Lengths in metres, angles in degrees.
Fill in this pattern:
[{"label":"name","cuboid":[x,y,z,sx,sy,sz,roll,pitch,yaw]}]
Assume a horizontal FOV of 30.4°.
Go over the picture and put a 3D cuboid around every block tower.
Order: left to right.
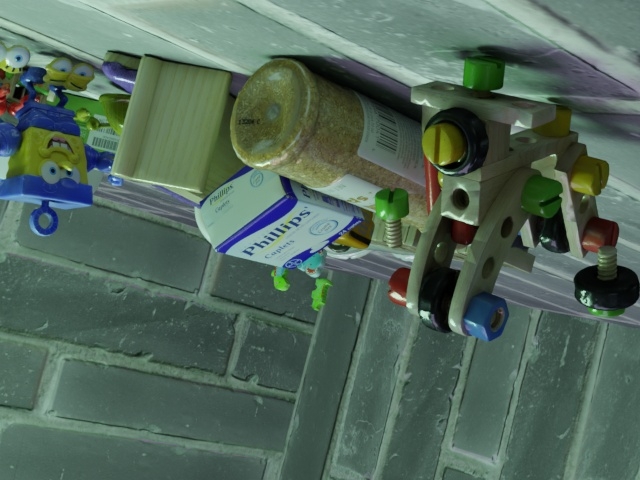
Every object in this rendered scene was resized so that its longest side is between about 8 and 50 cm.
[{"label":"block tower","cuboid":[0.198,-0.022,1.904,0.091,0.097,0.335,18,176,-41]}]

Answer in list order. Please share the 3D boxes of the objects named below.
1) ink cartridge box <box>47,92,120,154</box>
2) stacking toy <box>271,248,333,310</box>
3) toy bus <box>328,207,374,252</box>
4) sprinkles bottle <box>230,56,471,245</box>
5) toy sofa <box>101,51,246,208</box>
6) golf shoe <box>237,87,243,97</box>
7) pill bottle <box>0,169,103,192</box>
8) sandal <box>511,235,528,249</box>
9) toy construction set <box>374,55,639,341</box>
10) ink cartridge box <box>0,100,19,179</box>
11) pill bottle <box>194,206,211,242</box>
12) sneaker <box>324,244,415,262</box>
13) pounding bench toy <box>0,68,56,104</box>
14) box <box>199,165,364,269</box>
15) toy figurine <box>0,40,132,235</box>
[{"label":"ink cartridge box","cuboid":[-0.351,-0.158,1.919,0.188,0.097,0.255,14,174,7]},{"label":"stacking toy","cuboid":[0.000,0.000,2.002,0.052,0.221,0.167,13,171,30]},{"label":"toy bus","cuboid":[-0.077,-0.075,1.847,0.332,0.130,0.108,12,174,24]},{"label":"sprinkles bottle","cuboid":[0.065,-0.091,1.312,0.121,0.121,0.355,10,173,46]},{"label":"toy sofa","cuboid":[-0.151,-0.113,1.520,0.177,0.150,0.362,12,175,18]},{"label":"golf shoe","cuboid":[-0.031,-0.097,1.424,0.115,0.140,0.306,14,174,19]},{"label":"pill bottle","cuboid":[-0.533,-0.159,2.119,0.272,0.152,0.152,14,175,13]},{"label":"sandal","cuboid":[0.260,-0.035,1.605,0.054,0.097,0.254,41,-177,19]},{"label":"toy construction set","cuboid":[0.157,-0.075,1.102,0.257,0.237,0.309,-15,-156,-19]},{"label":"ink cartridge box","cuboid":[-0.505,-0.182,1.698,0.191,0.082,0.139,49,-166,28]},{"label":"pill bottle","cuboid":[-0.117,-0.047,2.086,0.161,0.161,0.283,14,177,8]},{"label":"sneaker","cuboid":[0.091,-0.022,2.275,0.262,0.099,0.121,2,162,21]},{"label":"pounding bench toy","cuboid":[-0.419,-0.218,1.672,0.065,0.052,0.083,19,173,-40]},{"label":"box","cuboid":[-0.044,-0.034,1.351,0.126,0.072,0.137,-35,148,31]},{"label":"toy figurine","cuboid":[-0.355,-0.104,1.561,0.191,0.217,0.362,-15,163,41]}]
